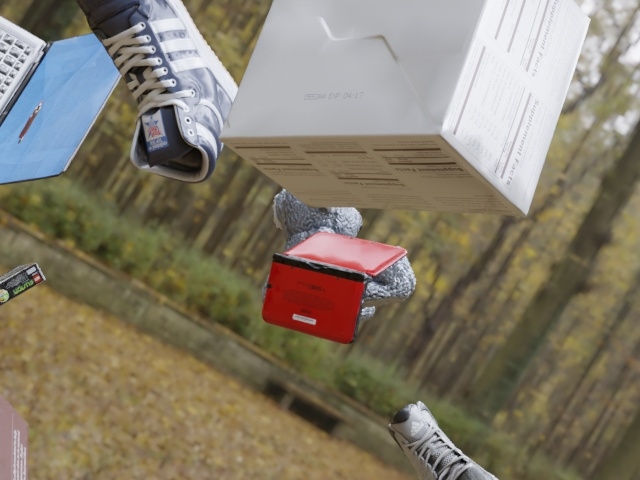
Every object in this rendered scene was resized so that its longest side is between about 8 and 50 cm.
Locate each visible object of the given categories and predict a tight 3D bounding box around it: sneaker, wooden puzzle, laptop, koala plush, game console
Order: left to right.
[{"bbox_3d":[-0.575,-0.296,2.365,0.408,0.382,0.236,30,-36,-10],"label":"laptop"},{"bbox_3d":[-0.458,-0.188,2.163,0.006,0.083,0.049,30,14,-10],"label":"wooden puzzle"},{"bbox_3d":[-0.194,-0.185,1.526,0.099,0.153,0.282,-18,-51,32],"label":"sneaker"},{"bbox_3d":[0.000,0.000,1.985,0.203,0.221,0.196,-2,-15,-27],"label":"koala plush"},{"bbox_3d":[0.016,0.055,1.642,0.144,0.124,0.085,12,1,39],"label":"game console"},{"bbox_3d":[0.141,0.272,1.719,0.132,0.086,0.229,54,-7,-15],"label":"sneaker"}]

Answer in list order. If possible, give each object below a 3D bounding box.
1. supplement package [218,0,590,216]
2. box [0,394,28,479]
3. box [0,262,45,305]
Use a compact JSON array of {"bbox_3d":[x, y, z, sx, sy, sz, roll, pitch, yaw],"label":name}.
[{"bbox_3d":[0.074,-0.146,1.236,0.262,0.204,0.145,4,-24,43],"label":"supplement package"},{"bbox_3d":[-0.527,0.305,1.871,0.167,0.203,0.168,63,11,-45],"label":"box"},{"bbox_3d":[-0.587,0.106,2.371,0.114,0.207,0.036,-9,-69,62],"label":"box"}]
